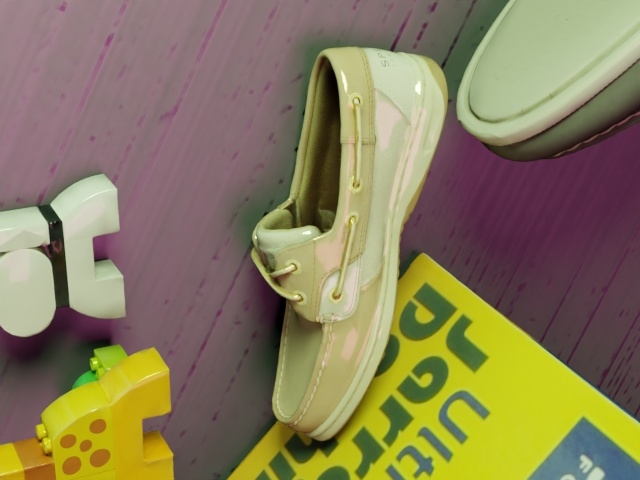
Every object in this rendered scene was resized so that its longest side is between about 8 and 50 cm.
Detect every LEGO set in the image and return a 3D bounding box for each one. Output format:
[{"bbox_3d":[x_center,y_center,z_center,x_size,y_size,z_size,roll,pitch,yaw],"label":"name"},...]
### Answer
[{"bbox_3d":[-0.112,0.099,0.497,0.093,0.087,0.227,-10,115,-23],"label":"LEGO set"}]

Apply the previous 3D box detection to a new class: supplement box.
[{"bbox_3d":[0.136,0.202,0.604,0.194,0.195,0.356,-49,125,1],"label":"supplement box"}]

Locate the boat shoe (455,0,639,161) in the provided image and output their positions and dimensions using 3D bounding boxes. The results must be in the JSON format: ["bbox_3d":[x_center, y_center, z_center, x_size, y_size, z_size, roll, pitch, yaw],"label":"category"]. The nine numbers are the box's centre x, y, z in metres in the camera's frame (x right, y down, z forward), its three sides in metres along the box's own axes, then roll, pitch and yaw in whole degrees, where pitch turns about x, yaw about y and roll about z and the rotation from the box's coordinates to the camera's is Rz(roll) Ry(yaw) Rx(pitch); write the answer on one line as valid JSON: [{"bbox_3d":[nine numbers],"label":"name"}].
[{"bbox_3d":[0.200,-0.142,0.530,0.335,0.112,0.095,-48,120,-4],"label":"boat shoe"}]

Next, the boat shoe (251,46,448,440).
[{"bbox_3d":[0.000,0.000,0.527,0.059,0.063,0.170,10,98,-27],"label":"boat shoe"}]
